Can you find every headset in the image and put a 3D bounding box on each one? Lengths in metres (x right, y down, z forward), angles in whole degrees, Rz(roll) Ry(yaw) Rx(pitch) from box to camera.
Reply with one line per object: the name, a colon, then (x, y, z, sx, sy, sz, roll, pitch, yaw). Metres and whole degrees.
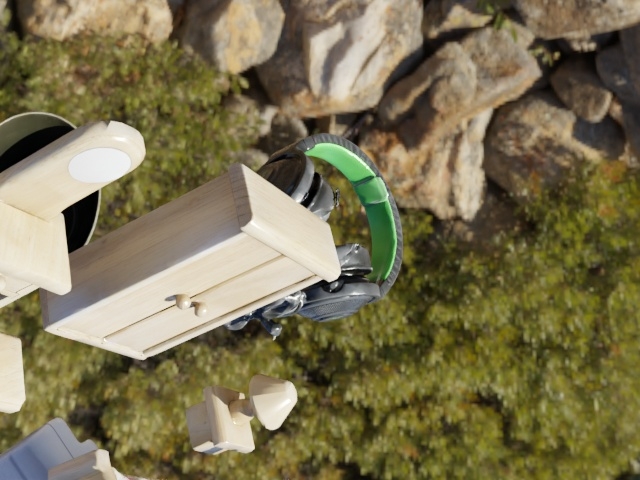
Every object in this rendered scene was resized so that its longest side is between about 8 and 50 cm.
headset: (0.000, 0.000, 1.183, 0.185, 0.394, 0.243, -19, 104, 41)

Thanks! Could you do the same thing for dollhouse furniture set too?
dollhouse furniture set: (-0.063, 0.148, 0.531, 0.173, 0.356, 0.303, -26, 151, 20)

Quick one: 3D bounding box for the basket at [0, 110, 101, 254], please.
basket: (-0.355, -0.031, 1.131, 0.154, 0.204, 0.227, 11, 169, -13)

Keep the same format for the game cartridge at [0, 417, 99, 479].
game cartridge: (-0.225, 0.266, 0.699, 0.294, 0.060, 0.196, -34, 94, 37)
